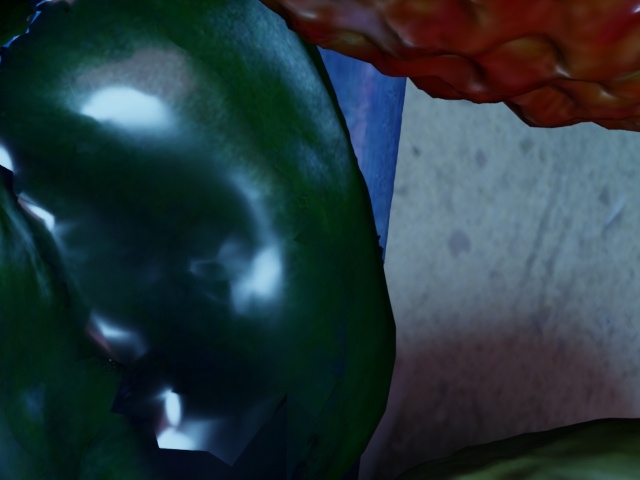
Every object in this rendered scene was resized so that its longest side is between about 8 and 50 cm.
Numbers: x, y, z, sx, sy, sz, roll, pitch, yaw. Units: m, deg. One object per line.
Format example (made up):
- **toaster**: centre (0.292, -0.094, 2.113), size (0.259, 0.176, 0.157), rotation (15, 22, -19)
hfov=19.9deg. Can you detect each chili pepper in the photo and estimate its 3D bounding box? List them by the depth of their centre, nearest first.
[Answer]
- **chili pepper**: centre (-0.108, 0.006, 0.621), size (0.248, 0.233, 0.256), rotation (-34, 119, -13)

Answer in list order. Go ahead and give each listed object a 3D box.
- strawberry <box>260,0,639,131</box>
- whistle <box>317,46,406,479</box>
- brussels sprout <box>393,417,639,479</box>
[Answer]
- **strawberry**: centre (0.044, -0.199, 0.544), size (0.351, 0.267, 0.312), rotation (26, 54, -9)
- **whistle**: centre (0.000, 0.000, 0.793), size (0.062, 0.062, 0.304), rotation (9, 87, -37)
- **brussels sprout**: centre (0.116, 0.176, 0.776), size (0.271, 0.219, 0.210), rotation (25, 77, -51)
